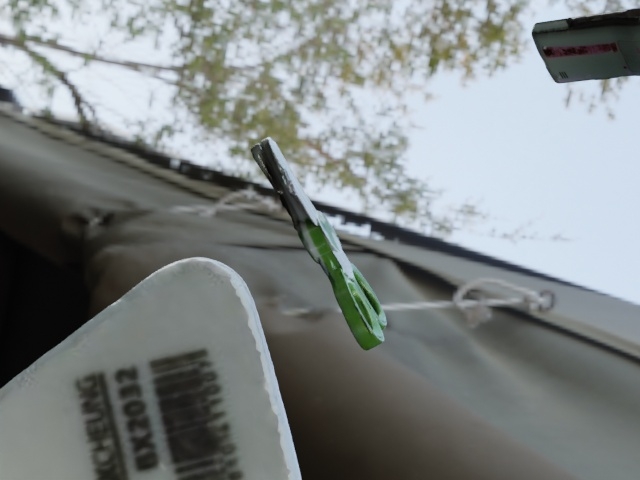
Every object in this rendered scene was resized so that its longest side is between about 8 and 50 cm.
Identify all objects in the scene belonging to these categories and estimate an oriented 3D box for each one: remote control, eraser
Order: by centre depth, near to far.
[{"bbox_3d":[0.252,-0.156,0.989,0.166,0.065,0.029,-1,-129,36],"label":"remote control"},{"bbox_3d":[-0.123,0.217,0.996,0.150,0.331,0.331,117,-32,-64],"label":"eraser"}]

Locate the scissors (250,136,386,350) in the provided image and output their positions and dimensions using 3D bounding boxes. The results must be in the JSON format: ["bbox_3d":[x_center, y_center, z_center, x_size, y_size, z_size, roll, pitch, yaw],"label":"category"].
[{"bbox_3d":[0.000,0.000,1.087,0.204,0.027,0.101,59,9,-8],"label":"scissors"}]
